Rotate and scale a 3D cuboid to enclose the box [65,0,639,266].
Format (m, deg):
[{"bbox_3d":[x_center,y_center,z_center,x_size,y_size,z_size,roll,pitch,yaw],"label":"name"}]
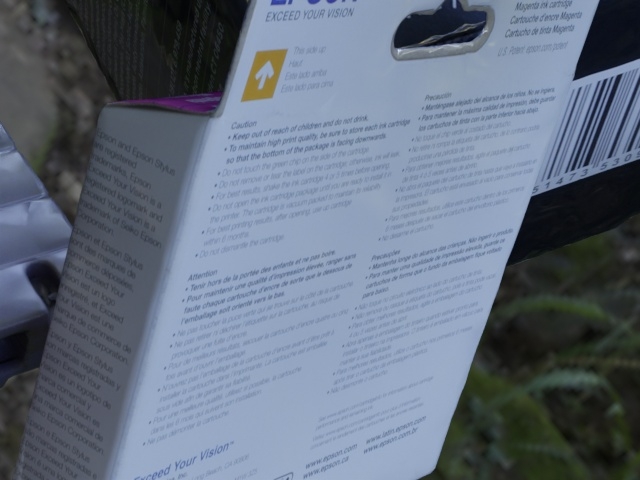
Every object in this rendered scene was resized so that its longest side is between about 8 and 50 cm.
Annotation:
[{"bbox_3d":[0.073,-0.250,1.267,0.471,0.480,0.297,60,-22,28],"label":"box"}]

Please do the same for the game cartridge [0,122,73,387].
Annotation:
[{"bbox_3d":[-0.308,0.012,0.911,0.355,0.068,0.230,-18,51,-31],"label":"game cartridge"}]

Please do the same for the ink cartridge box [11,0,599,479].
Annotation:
[{"bbox_3d":[0.000,0.000,0.907,0.071,0.330,0.324,27,21,28],"label":"ink cartridge box"}]
